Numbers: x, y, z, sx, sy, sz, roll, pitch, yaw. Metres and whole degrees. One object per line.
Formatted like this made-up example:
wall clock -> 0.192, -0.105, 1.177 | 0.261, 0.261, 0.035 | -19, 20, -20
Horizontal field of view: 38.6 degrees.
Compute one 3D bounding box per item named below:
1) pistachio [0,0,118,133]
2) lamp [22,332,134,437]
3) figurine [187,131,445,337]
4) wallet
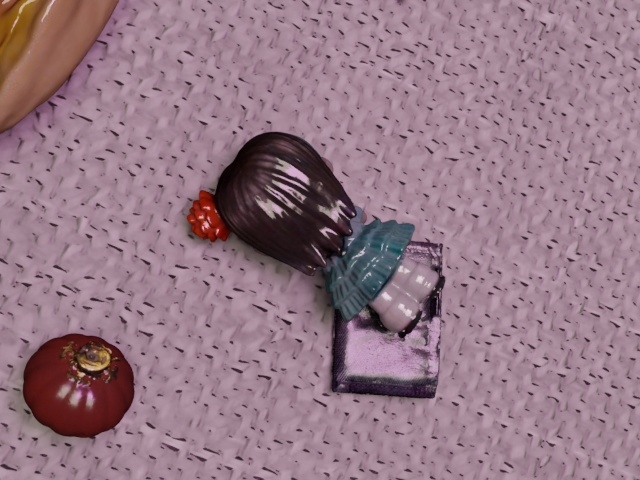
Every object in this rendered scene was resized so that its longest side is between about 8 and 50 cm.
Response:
pistachio -> -0.287, -0.237, 0.822 | 0.187, 0.187, 0.299 | 34, 82, -9
lamp -> -0.219, 0.131, 0.830 | 0.101, 0.090, 0.101 | 21, 37, -17
figurine -> 0.000, 0.000, 0.891 | 0.245, 0.110, 0.138 | 38, 82, -1
wallet -> 0.069, 0.078, 0.948 | 0.111, 0.030, 0.166 | 5, 79, -5
